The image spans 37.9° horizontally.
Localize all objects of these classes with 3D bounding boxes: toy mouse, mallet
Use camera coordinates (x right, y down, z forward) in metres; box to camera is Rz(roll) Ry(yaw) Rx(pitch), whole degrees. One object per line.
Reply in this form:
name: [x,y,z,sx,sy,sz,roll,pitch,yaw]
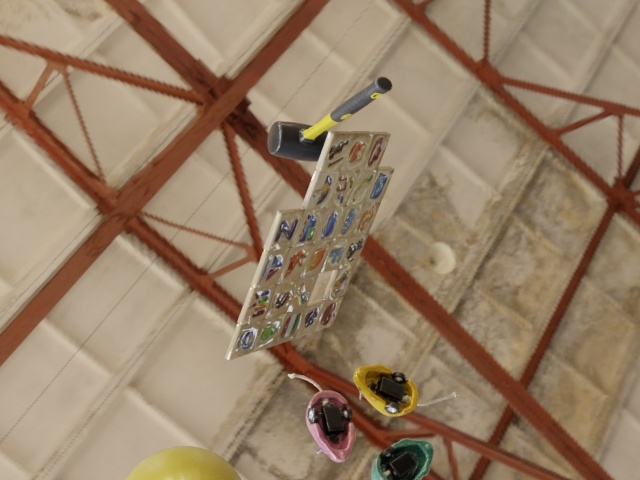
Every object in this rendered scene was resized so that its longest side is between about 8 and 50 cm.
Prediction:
toy mouse: [0.038,0.172,0.794,0.161,0.031,0.143,22,-130,-13]
mallet: [0.020,-0.118,0.921,0.062,0.190,0.039,8,-107,-35]

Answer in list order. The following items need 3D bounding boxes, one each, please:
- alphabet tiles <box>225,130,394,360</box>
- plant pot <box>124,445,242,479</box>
alphabet tiles: [0.000,0.000,0.941,0.198,0.009,0.237,-10,-55,-58]
plant pot: [-0.124,0.268,0.873,0.134,0.095,0.134,1,-92,-16]
